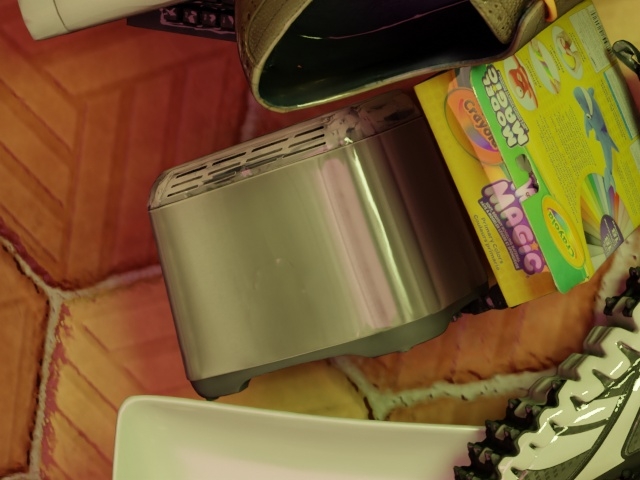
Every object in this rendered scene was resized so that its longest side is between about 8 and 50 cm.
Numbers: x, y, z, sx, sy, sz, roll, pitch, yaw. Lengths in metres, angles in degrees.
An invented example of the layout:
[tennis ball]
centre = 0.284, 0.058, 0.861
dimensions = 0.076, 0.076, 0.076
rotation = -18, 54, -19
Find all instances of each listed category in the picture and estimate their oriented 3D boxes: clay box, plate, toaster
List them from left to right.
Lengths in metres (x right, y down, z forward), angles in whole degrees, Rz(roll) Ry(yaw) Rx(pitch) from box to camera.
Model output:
[toaster]
centre = 0.000, 0.000, 1.085
dimensions = 0.227, 0.129, 0.146
rotation = -16, 96, 32
[plate]
centre = 0.002, 0.243, 1.093
dimensions = 0.278, 0.045, 0.277
rotation = 5, 89, 5
[clay box]
centre = 0.121, -0.050, 0.958
dimensions = 0.053, 0.222, 0.127
rotation = -21, 95, 29

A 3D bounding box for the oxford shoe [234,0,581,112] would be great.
[oxford shoe]
centre = 0.121, -0.151, 0.822
dimensions = 0.363, 0.133, 0.130
rotation = -22, 130, 28

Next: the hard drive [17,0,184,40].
[hard drive]
centre = -0.067, -0.262, 1.016
dimensions = 0.353, 0.047, 0.233
rotation = -9, 98, 38

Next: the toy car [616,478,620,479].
[toy car]
centre = 0.245, 0.188, 1.069
dimensions = 0.225, 0.053, 0.239
rotation = -28, 92, 29

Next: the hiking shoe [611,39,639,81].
[hiking shoe]
centre = 0.267, -0.109, 0.950
dimensions = 0.227, 0.086, 0.114
rotation = -26, 97, 30

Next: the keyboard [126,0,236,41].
[keyboard]
centre = -0.099, -0.288, 1.100
dimensions = 0.201, 0.033, 0.317
rotation = 12, 109, 22

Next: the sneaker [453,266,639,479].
[sneaker]
centre = 0.170, 0.111, 1.028
dimensions = 0.106, 0.078, 0.234
rotation = 44, 85, -5
